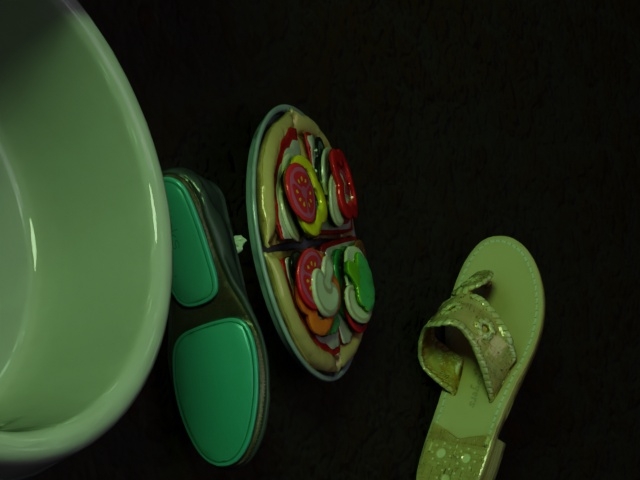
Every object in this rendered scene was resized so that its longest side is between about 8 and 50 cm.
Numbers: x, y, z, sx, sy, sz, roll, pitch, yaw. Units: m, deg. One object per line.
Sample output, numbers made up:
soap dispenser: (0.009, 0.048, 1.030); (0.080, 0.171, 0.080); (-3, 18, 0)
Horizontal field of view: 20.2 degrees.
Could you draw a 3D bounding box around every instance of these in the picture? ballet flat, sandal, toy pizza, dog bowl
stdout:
ballet flat: (-0.069, 0.049, 1.194); (0.074, 0.074, 0.203); (-11, 86, -54)
sandal: (0.114, 0.091, 1.412); (0.079, 0.088, 0.240); (39, 58, -49)
toy pizza: (0.000, 0.000, 1.280); (0.201, 0.032, 0.201); (-11, 90, -71)
dog bowl: (-0.210, -0.023, 0.949); (0.349, 0.102, 0.348); (31, 50, -47)
